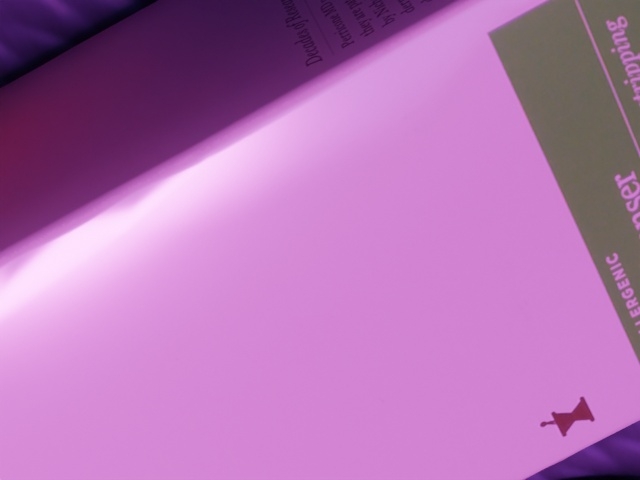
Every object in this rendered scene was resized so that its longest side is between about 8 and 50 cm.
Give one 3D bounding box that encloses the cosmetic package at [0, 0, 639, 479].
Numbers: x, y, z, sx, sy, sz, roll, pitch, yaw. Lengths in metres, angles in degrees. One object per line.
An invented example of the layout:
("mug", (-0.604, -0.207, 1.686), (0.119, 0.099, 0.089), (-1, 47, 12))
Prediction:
("cosmetic package", (0.000, 0.000, 0.504), (0.365, 0.155, 0.197), (-30, 121, 4))
